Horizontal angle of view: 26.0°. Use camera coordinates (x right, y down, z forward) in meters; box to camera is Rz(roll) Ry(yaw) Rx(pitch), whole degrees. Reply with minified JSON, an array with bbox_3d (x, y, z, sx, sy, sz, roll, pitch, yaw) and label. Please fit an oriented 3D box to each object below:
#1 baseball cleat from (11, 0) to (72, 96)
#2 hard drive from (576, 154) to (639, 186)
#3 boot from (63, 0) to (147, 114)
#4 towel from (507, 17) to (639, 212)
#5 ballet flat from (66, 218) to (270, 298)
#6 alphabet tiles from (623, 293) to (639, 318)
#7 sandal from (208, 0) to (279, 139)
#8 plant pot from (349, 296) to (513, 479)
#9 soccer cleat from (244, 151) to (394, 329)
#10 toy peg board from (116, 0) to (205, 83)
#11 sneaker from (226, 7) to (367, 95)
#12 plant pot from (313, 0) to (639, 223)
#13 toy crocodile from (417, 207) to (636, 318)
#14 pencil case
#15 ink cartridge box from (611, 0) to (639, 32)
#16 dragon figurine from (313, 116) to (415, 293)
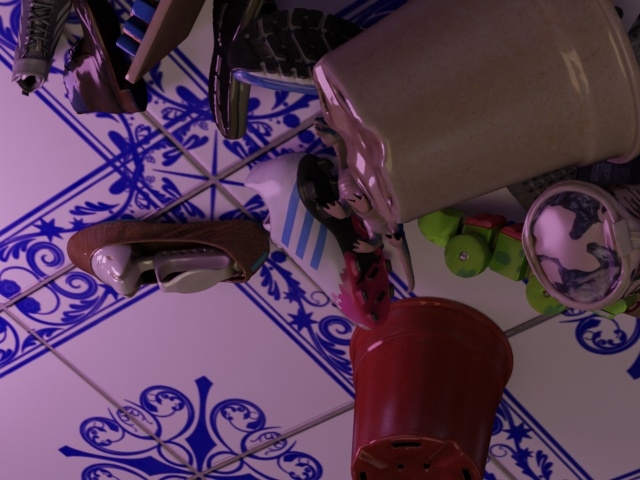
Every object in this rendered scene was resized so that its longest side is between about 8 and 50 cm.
[{"bbox_3d":[-0.385,-0.287,1.922,0.072,0.109,0.206,7,137,-12],"label":"baseball cleat"},{"bbox_3d":[0.426,-0.105,1.915,0.135,0.022,0.094,4,132,4],"label":"hard drive"},{"bbox_3d":[-0.330,-0.261,1.952,0.106,0.082,0.219,-8,130,15],"label":"boot"},{"bbox_3d":[0.394,-0.142,1.939,0.324,0.056,0.312,-25,124,26],"label":"towel"},{"bbox_3d":[-0.249,0.035,2.161,0.342,0.124,0.116,-1,130,12],"label":"ballet flat"},{"bbox_3d":[0.553,0.052,2.071,0.198,0.009,0.237,18,136,-15],"label":"alphabet tiles"},{"bbox_3d":[-0.095,-0.272,1.892,0.086,0.120,0.302,-6,137,-18],"label":"sandal"},{"bbox_3d":[0.164,0.277,2.192,0.272,0.265,0.272,5,131,6],"label":"plant pot"},{"bbox_3d":[0.000,0.000,2.105,0.143,0.116,0.331,-3,129,34],"label":"soccer cleat"},{"bbox_3d":[-0.215,-0.318,1.839,0.079,0.160,0.161,34,130,2],"label":"toy peg board"},{"bbox_3d":[0.029,-0.211,1.848,0.330,0.129,0.147,4,143,-24],"label":"sneaker"},{"bbox_3d":[0.172,-0.180,1.674,0.305,0.334,0.333,-27,126,-7],"label":"plant pot"},{"bbox_3d":[0.294,0.022,2.007,0.341,0.115,0.105,25,112,25],"label":"toy crocodile"},{"bbox_3d":[0.437,-0.007,1.778,0.410,0.159,0.183,-6,168,-44],"label":"pencil case"},{"bbox_3d":[0.379,-0.357,1.673,0.065,0.165,0.332,19,130,-5],"label":"ink cartridge box"},{"bbox_3d":[0.087,-0.061,2.005,0.085,0.144,0.289,-19,125,39],"label":"dragon figurine"}]
